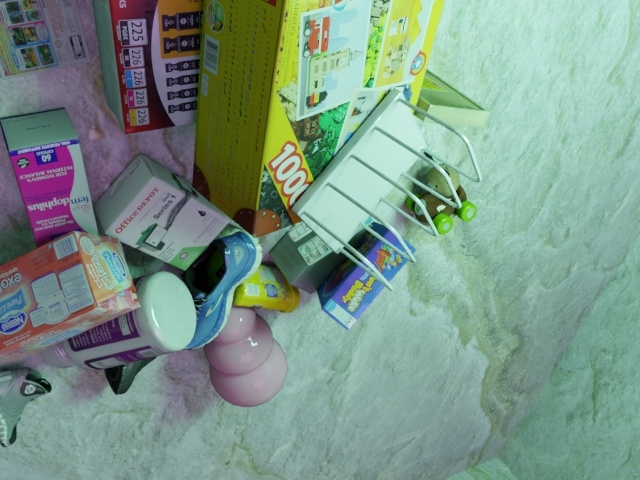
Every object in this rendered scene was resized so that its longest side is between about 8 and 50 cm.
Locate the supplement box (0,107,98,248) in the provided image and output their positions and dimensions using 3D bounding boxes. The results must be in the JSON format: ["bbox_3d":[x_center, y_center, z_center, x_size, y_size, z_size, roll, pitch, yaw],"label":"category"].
[{"bbox_3d":[-0.480,-0.106,1.111,0.111,0.114,0.219,-17,137,-23],"label":"supplement box"}]

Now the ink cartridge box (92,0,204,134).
[{"bbox_3d":[-0.227,-0.362,1.042,0.272,0.130,0.309,-16,134,-25],"label":"ink cartridge box"}]

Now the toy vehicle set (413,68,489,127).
[{"bbox_3d":[0.204,-0.315,1.283,0.166,0.267,0.035,-2,127,-33],"label":"toy vehicle set"}]

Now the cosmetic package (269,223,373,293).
[{"bbox_3d":[0.000,0.000,1.535,0.238,0.127,0.107,-45,141,11],"label":"cosmetic package"}]

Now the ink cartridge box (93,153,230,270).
[{"bbox_3d":[-0.325,-0.053,1.282,0.160,0.092,0.219,-47,139,10],"label":"ink cartridge box"}]

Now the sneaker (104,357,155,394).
[{"bbox_3d":[-0.431,0.262,1.492,0.130,0.109,0.286,0,129,-43],"label":"sneaker"}]

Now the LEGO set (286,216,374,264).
[{"bbox_3d":[0.029,-0.082,1.450,0.244,0.182,0.060,-35,170,8],"label":"LEGO set"}]

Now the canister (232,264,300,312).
[{"bbox_3d":[-0.148,0.113,1.531,0.170,0.126,0.073,13,127,-41],"label":"canister"}]

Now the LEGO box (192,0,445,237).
[{"bbox_3d":[-0.001,-0.299,1.064,0.373,0.193,0.499,-22,137,-39],"label":"LEGO box"}]

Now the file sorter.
[{"bbox_3d":[0.130,-0.080,1.099,0.277,0.173,0.193,-50,149,-3],"label":"file sorter"}]

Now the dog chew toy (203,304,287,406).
[{"bbox_3d":[-0.204,0.275,1.596,0.207,0.206,0.331,-25,130,-15],"label":"dog chew toy"}]

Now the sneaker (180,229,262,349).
[{"bbox_3d":[-0.270,0.114,1.408,0.147,0.130,0.329,-1,126,-56],"label":"sneaker"}]

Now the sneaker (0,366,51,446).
[{"bbox_3d":[-0.686,0.380,1.432,0.132,0.086,0.228,-14,133,-28],"label":"sneaker"}]

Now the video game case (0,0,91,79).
[{"bbox_3d":[-0.454,-0.343,0.983,0.143,0.019,0.157,-19,136,-20],"label":"video game case"}]

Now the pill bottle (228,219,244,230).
[{"bbox_3d":[-0.191,-0.051,1.415,0.043,0.043,0.083,-50,138,13],"label":"pill bottle"}]

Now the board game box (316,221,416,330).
[{"bbox_3d":[0.095,0.069,1.509,0.078,0.347,0.233,41,92,-6],"label":"board game box"}]

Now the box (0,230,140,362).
[{"bbox_3d":[-0.514,0.112,1.159,0.300,0.154,0.142,-24,168,12],"label":"box"}]

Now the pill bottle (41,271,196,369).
[{"bbox_3d":[-0.429,0.177,1.300,0.302,0.169,0.169,-15,143,19],"label":"pill bottle"}]

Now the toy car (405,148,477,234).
[{"bbox_3d":[0.304,-0.141,1.611,0.149,0.155,0.188,-27,128,-12],"label":"toy car"}]
